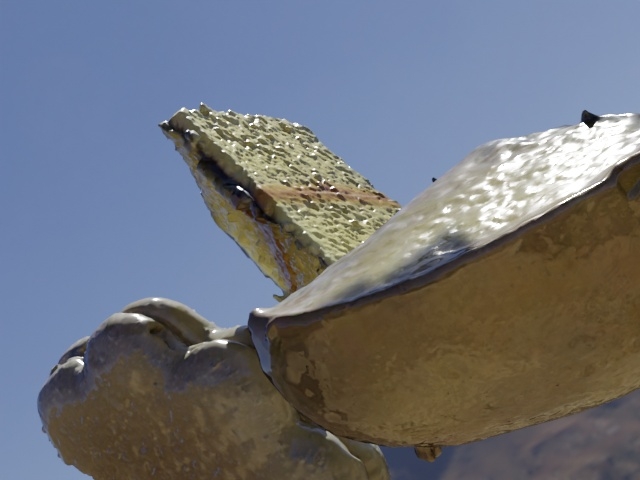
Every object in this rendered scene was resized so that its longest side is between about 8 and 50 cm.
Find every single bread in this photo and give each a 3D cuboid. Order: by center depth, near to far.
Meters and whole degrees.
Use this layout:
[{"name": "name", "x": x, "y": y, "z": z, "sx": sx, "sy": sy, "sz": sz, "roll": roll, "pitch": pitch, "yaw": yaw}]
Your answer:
[{"name": "bread", "x": 0.000, "y": 0.000, "z": 1.177, "sx": 0.142, "sy": 0.266, "sz": 0.178, "roll": -27, "pitch": -38, "yaw": -22}, {"name": "bread", "x": -0.100, "y": 0.143, "z": 1.259, "sx": 0.102, "sy": 0.337, "sz": 0.183, "roll": -41, "pitch": -42, "yaw": -49}]

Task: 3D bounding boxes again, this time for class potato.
[{"name": "potato", "x": 0.129, "y": 0.063, "z": 0.922, "sx": 0.264, "sy": 0.211, "sz": 0.189, "roll": -35, "pitch": 22, "yaw": -29}]

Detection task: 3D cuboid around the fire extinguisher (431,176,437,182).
[{"name": "fire extinguisher", "x": 0.166, "y": -0.054, "z": 1.477, "sx": 0.177, "sy": 0.062, "sz": 0.050, "roll": -18, "pitch": -40, "yaw": -56}]
